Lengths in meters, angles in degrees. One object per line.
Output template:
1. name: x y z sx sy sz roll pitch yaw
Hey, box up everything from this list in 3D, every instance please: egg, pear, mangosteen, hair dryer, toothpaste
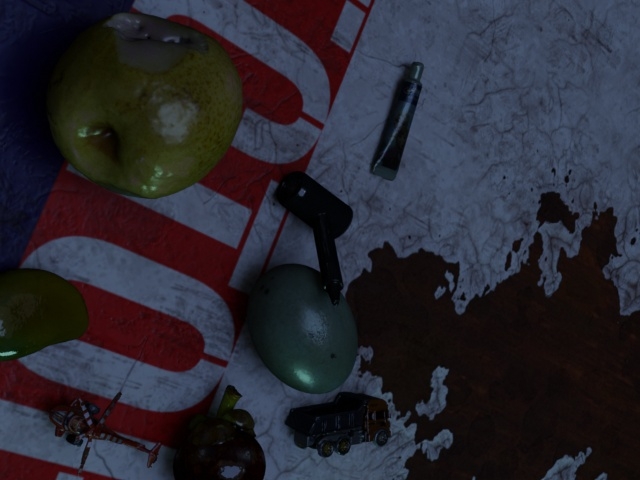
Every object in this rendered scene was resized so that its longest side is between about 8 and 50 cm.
1. egg: -0.028 0.147 1.620 0.169 0.169 0.236 -35 120 -28
2. pear: -0.233 -0.190 1.354 0.271 0.271 0.271 -8 103 -37
3. mangosteen: -0.169 0.333 1.578 0.146 0.156 0.181 -17 79 -9
4. hair dryer: 0.000 0.000 1.591 0.070 0.255 0.128 -37 127 22
5. toothpaste: 0.145 -0.215 1.774 0.062 0.037 0.216 16 94 -40

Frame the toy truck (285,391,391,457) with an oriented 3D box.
1. toy truck: 0.035 0.325 1.758 0.192 0.083 0.092 -2 95 -37

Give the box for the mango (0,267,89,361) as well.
1. mango: -0.414 0.099 1.371 0.191 0.085 0.122 -19 100 -45

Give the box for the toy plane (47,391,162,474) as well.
1. toy plane: -0.321 0.280 1.481 0.194 0.077 0.126 8 97 -46
